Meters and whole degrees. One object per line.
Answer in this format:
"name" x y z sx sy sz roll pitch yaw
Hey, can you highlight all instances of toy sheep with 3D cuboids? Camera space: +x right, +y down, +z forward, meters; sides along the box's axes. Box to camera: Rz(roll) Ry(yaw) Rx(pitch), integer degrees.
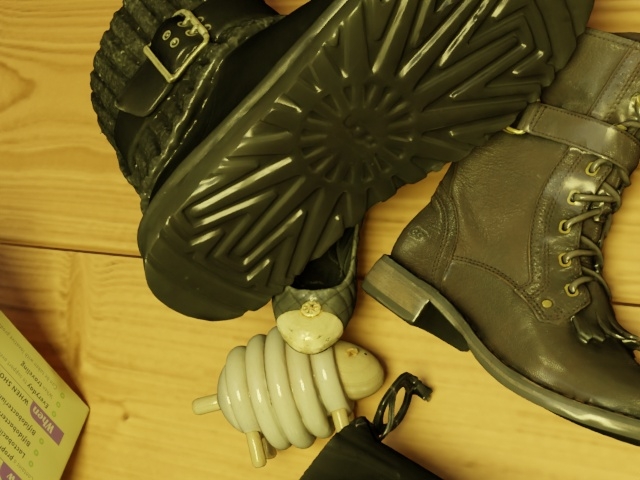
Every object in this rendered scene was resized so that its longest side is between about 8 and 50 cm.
"toy sheep" -0.022 0.100 0.687 0.132 0.091 0.091 -14 66 5

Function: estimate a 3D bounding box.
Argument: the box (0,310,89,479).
"box" -0.296 0.144 0.693 0.117 0.213 0.243 -20 32 23

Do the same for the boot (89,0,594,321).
"boot" -0.014 -0.136 0.693 0.348 0.131 0.260 -37 39 12

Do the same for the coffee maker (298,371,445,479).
"coffee maker" 0.076 0.180 0.584 0.178 0.120 0.171 21 84 32

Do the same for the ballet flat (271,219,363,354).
"ballet flat" 0.000 0.000 0.691 0.058 0.049 0.173 6 50 4

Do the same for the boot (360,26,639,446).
"boot" 0.158 -0.019 0.620 0.263 0.091 0.229 32 91 35
